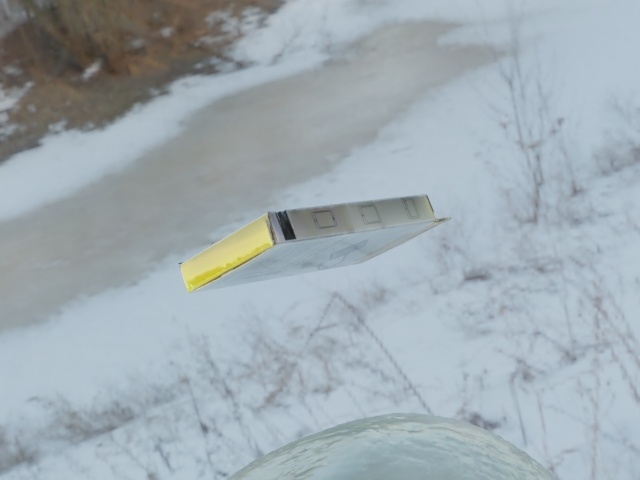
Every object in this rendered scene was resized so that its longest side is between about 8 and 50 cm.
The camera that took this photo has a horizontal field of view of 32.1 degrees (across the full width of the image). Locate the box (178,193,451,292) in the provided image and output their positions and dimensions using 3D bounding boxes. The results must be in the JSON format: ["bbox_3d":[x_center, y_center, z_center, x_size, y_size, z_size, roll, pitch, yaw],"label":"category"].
[{"bbox_3d":[0.000,0.000,1.026,0.129,0.033,0.247,-29,-14,40],"label":"box"}]

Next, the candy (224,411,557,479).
[{"bbox_3d":[0.018,0.213,0.612,0.295,0.185,0.296,-19,48,22],"label":"candy"}]
